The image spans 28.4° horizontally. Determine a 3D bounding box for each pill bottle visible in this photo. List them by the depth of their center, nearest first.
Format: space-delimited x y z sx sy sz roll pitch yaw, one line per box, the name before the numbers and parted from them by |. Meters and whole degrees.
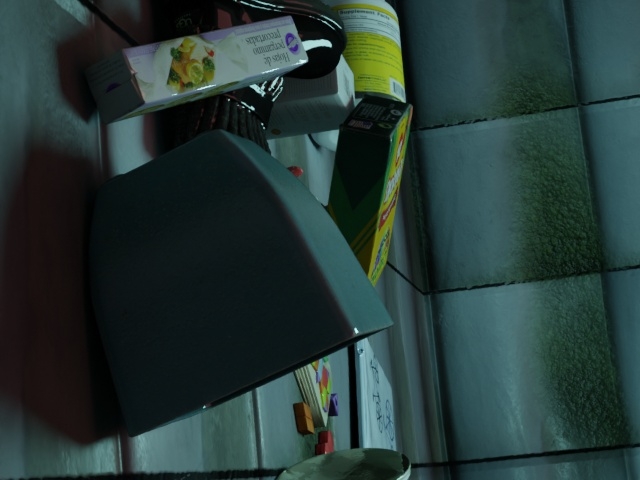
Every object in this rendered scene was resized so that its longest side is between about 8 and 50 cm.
pill bottle | 0.063 -0.353 2.449 0.188 0.187 0.334 56 28 -65

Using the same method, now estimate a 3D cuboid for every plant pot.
plant pot | -0.100 0.028 1.308 0.252 0.247 0.248 66 10 6

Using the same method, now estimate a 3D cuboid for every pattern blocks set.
pattern blocks set | -0.012 0.211 2.113 0.325 0.026 0.285 70 17 -46

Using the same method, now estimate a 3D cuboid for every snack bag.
snack bag | 0.109 0.383 2.562 0.342 0.037 0.323 65 20 -57

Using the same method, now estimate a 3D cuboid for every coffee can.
coffee can | 0.053 0.464 1.824 0.201 0.201 0.275 -48 129 -75

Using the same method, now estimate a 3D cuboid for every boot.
boot | -0.078 -0.190 1.652 0.348 0.131 0.260 7 70 -51

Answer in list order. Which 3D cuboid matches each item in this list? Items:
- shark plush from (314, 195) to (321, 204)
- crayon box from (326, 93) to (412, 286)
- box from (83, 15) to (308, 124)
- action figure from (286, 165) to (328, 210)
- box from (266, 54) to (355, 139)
shark plush | 0.000 0.000 2.252 0.067 0.073 0.161 -177 -107 -71
crayon box | 0.060 -0.036 1.872 0.202 0.081 0.319 -58 159 -66
box | -0.130 -0.196 1.417 0.324 0.067 0.063 -26 95 -56
action figure | -0.028 -0.034 1.944 0.280 0.139 0.092 -68 147 -63
box | -0.043 -0.222 1.884 0.130 0.170 0.091 53 32 -68
